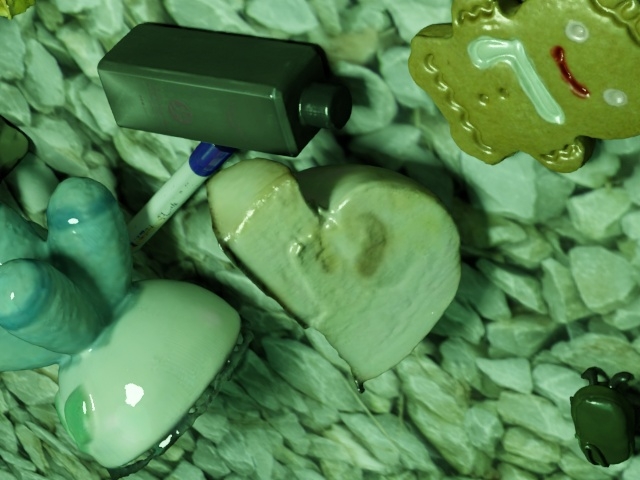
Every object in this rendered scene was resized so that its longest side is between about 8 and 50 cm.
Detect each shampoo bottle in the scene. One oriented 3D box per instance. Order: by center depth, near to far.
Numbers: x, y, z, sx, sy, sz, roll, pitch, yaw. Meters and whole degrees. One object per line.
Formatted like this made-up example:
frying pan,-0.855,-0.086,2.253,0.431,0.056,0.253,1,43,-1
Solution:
shampoo bottle,-0.084,-0.136,1.413,0.246,0.079,0.080,11,136,31

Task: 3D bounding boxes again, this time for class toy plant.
toy plant,-0.266,0.065,1.623,0.332,0.247,0.247,42,144,-17

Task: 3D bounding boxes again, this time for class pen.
pen,-0.153,-0.048,1.603,0.033,0.033,0.269,43,143,-6

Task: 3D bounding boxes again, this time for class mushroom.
mushroom,0.020,-0.019,1.423,0.236,0.173,0.162,47,-170,-34

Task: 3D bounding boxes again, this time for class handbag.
handbag,0.268,0.175,1.468,0.072,0.047,0.111,8,134,27

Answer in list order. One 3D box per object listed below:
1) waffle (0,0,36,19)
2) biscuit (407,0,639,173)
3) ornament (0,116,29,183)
waffle,-0.396,-0.327,1.496,0.219,0.057,0.229,10,134,33
biscuit,0.181,-0.133,1.232,0.249,0.035,0.184,-10,122,45
ornament,-0.460,-0.089,1.776,0.251,0.106,0.260,38,149,4
